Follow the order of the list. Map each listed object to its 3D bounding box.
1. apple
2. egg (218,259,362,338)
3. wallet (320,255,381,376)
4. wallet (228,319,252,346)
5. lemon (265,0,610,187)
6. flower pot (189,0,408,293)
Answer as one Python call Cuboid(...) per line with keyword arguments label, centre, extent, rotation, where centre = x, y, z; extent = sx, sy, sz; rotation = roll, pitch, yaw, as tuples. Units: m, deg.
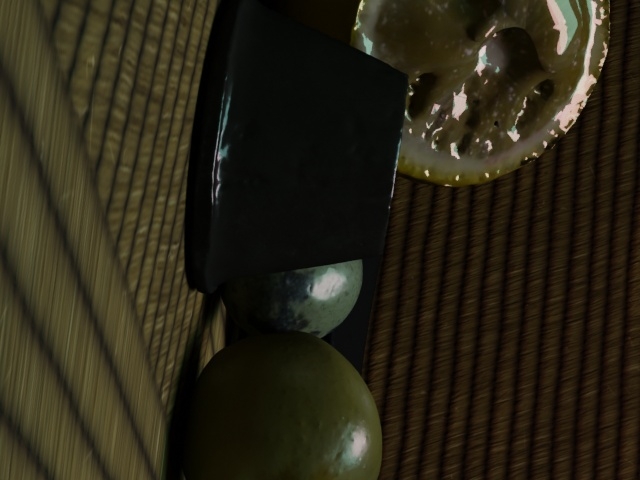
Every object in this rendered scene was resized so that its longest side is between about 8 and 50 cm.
Cuboid(label="apple", centre=(-0.037, 0.176, 1.346), extent=(0.200, 0.200, 0.200), rotation=(8, 90, -87))
Cuboid(label="egg", centre=(-0.030, 0.033, 1.457), extent=(0.181, 0.141, 0.141), rotation=(-43, 142, -72))
Cuboid(label="wallet", centre=(0.001, 0.000, 1.768), extent=(0.228, 0.062, 0.406), rotation=(55, 27, -25))
Cuboid(label="wallet", centre=(-0.073, 0.210, 1.770), extent=(0.309, 0.077, 0.223), rotation=(83, 15, -63))
Cuboid(label="lemon", centre=(0.099, -0.246, 1.584), extent=(0.364, 0.364, 0.364), rotation=(8, 90, -87))
Cuboid(label="flower pot", centre=(-0.013, -0.078, 1.291), extent=(0.269, 0.166, 0.269), rotation=(6, 90, -86))
